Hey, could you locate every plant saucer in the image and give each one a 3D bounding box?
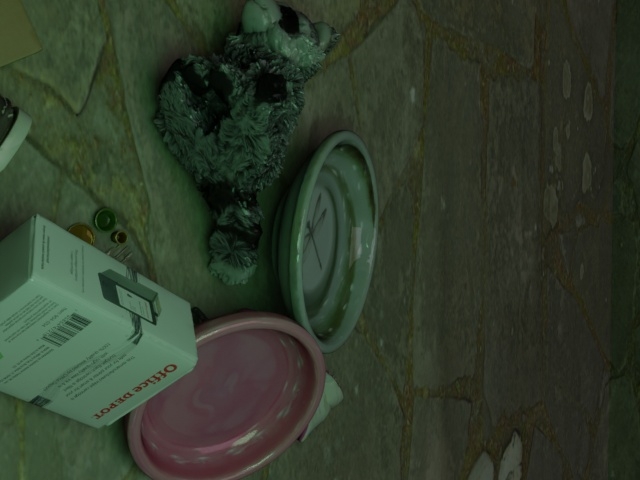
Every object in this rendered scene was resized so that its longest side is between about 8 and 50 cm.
[{"bbox_3d":[0.000,0.000,1.345,0.400,0.101,0.400,6,90,-68],"label":"plant saucer"},{"bbox_3d":[-0.153,0.244,1.184,0.332,0.084,0.332,-17,126,-24],"label":"plant saucer"}]

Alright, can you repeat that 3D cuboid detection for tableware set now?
[{"bbox_3d":[-0.341,0.028,1.085,0.154,0.024,0.104,-47,124,-34],"label":"tableware set"}]

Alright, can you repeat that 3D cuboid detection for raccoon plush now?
[{"bbox_3d":[-0.117,-0.187,1.255,0.299,0.216,0.446,-48,158,-51],"label":"raccoon plush"}]

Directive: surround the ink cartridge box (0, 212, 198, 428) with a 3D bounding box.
[{"bbox_3d":[-0.326,0.118,0.969,0.273,0.198,0.114,39,24,-42],"label":"ink cartridge box"}]

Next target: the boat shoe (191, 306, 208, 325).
[{"bbox_3d":[-0.176,0.171,1.249,0.049,0.056,0.152,-54,129,-23],"label":"boat shoe"}]

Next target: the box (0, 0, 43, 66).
[{"bbox_3d":[-0.468,-0.281,0.926,0.201,0.021,0.164,-39,120,-39],"label":"box"}]

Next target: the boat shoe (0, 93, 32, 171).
[{"bbox_3d":[-0.469,-0.054,0.878,0.097,0.117,0.324,45,58,-37],"label":"boat shoe"}]

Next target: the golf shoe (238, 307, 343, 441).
[{"bbox_3d":[-0.069,0.247,1.332,0.140,0.115,0.306,-54,128,-25],"label":"golf shoe"}]
